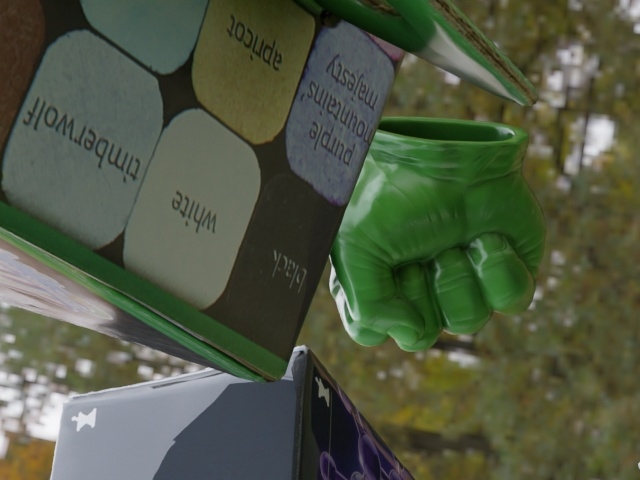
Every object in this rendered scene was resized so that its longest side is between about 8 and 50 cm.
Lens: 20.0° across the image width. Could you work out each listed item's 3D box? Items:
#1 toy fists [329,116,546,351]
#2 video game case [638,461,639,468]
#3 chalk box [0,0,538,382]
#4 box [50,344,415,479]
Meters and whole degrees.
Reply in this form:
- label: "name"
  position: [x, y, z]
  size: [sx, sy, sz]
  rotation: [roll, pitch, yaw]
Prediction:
- label: "toy fists"
  position: [0.000, 0.000, 1.114]
  size: [0.096, 0.279, 0.142]
  rotation: [-109, 21, -73]
- label: "video game case"
  position: [0.306, 0.186, 0.883]
  size: [0.196, 0.274, 0.026]
  rotation: [-13, -34, -32]
- label: "chalk box"
  position: [-0.082, -0.088, 0.433]
  size: [0.180, 0.289, 0.179]
  rotation: [36, -109, -55]
- label: "box"
  position: [-0.015, 0.196, 0.589]
  size: [0.184, 0.103, 0.261]
  rotation: [50, -147, -44]
